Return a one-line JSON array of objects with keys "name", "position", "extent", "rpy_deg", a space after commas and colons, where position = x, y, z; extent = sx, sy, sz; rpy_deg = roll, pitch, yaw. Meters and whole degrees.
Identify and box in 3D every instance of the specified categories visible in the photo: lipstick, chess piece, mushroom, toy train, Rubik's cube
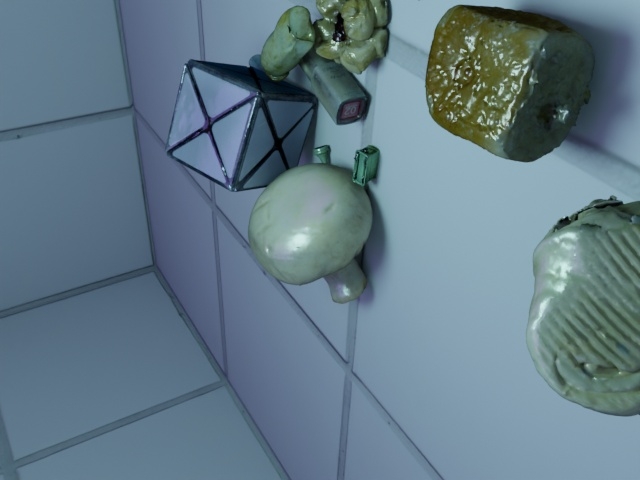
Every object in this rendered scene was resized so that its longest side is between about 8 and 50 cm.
[{"name": "lipstick", "position": [-0.144, -0.449, 1.860], "extent": [0.158, 0.048, 0.048], "rpy_deg": [56, 150, 31]}, {"name": "chess piece", "position": [0.012, -0.193, 1.722], "extent": [0.042, 0.042, 0.093], "rpy_deg": [11, 121, 62]}, {"name": "mushroom", "position": [-0.081, -0.434, 1.520], "extent": [0.312, 0.081, 0.099], "rpy_deg": [178, 74, -75]}, {"name": "toy train", "position": [0.103, -0.170, 1.530], "extent": [0.038, 0.056, 0.093], "rpy_deg": [32, 137, 30]}, {"name": "lipstick", "position": [0.014, -0.374, 1.549], "extent": [0.252, 0.079, 0.077], "rpy_deg": [59, 155, 31]}, {"name": "Rubik's cube", "position": [-0.196, -0.289, 1.686], "extent": [0.259, 0.260, 0.254], "rpy_deg": [27, 113, 24]}, {"name": "mushroom", "position": [-0.023, -0.008, 1.619], "extent": [0.315, 0.315, 0.355], "rpy_deg": [-9, 90, 65]}]

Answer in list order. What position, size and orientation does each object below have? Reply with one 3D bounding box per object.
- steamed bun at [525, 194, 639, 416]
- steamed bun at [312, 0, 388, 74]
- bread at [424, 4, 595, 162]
[{"name": "steamed bun", "position": [0.413, 0.085, 0.889], "extent": [0.268, 0.207, 0.280], "rpy_deg": [9, 98, 20]}, {"name": "steamed bun", "position": [0.053, -0.433, 1.403], "extent": [0.177, 0.106, 0.192], "rpy_deg": [48, 147, 44]}, {"name": "bread", "position": [0.285, -0.228, 0.989], "extent": [0.246, 0.176, 0.195], "rpy_deg": [45, 132, 49]}]
